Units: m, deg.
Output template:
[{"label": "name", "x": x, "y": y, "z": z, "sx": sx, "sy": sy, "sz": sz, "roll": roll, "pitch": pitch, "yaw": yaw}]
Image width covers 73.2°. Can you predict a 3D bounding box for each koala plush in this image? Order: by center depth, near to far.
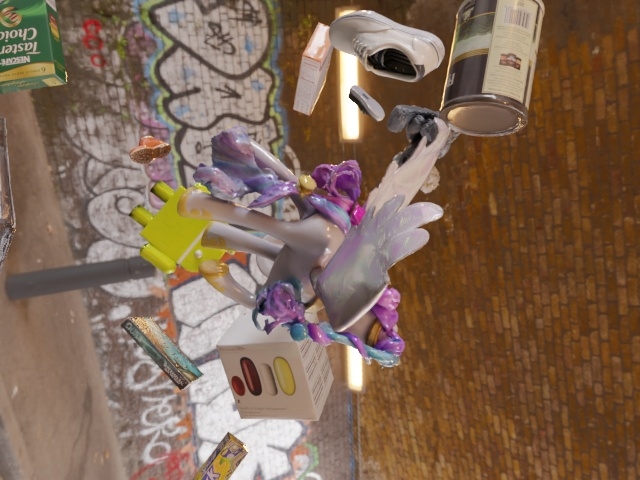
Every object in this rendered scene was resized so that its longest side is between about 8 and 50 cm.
[{"label": "koala plush", "x": 0.299, "y": -0.264, "z": 1.271, "sx": 0.196, "sy": 0.203, "sz": 0.221, "roll": 33, "pitch": -58, "yaw": 29}]

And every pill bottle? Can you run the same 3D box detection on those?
[{"label": "pill bottle", "x": -0.055, "y": 0.039, "z": 0.842, "sx": 0.169, "sy": 0.094, "sz": 0.094, "roll": 39, "pitch": 37, "yaw": -75}]

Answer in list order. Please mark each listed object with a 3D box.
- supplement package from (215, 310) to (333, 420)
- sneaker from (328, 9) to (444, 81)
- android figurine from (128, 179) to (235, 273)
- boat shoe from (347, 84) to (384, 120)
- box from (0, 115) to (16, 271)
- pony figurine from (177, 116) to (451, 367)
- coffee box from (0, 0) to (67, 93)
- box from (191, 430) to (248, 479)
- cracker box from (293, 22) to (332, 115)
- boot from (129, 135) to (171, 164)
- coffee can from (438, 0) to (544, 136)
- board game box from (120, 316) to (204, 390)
[{"label": "supplement package", "x": -0.097, "y": 0.279, "z": 0.983, "sx": 0.149, "sy": 0.194, "sz": 0.203, "roll": -54, "pitch": 134, "yaw": -64}, {"label": "sneaker", "x": 0.107, "y": -0.378, "z": 0.838, "sx": 0.258, "sy": 0.091, "sz": 0.094, "roll": 27, "pitch": -31, "yaw": 31}, {"label": "android figurine", "x": -0.354, "y": -0.027, "z": 1.143, "sx": 0.273, "sy": 0.248, "sz": 0.056, "roll": 41, "pitch": -11, "yaw": -13}, {"label": "boat shoe", "x": 0.129, "y": -0.383, "z": 1.223, "sx": 0.142, "sy": 0.049, "sz": 0.040, "roll": 54, "pitch": -38, "yaw": 20}, {"label": "box", "x": -0.608, "y": -0.114, "z": 0.570, "sx": 0.395, "sy": 0.318, "sz": 0.097, "roll": 47, "pitch": -67, "yaw": 40}, {"label": "pony figurine", "x": 0.000, "y": 0.000, "z": 0.572, "sx": 0.303, "sy": 0.363, "sz": 0.351, "roll": -53, "pitch": 169, "yaw": -49}, {"label": "coffee box", "x": -0.485, "y": -0.338, "z": 0.697, "sx": 0.040, "sy": 0.113, "sz": 0.184, "roll": 125, "pitch": -44, "yaw": -84}, {"label": "box", "x": -0.245, "y": 0.539, "z": 1.000, "sx": 0.059, "sy": 0.169, "sz": 0.054, "roll": 41, "pitch": -14, "yaw": -10}, {"label": "cracker box", "x": -0.021, "y": -0.535, "z": 1.362, "sx": 0.232, "sy": 0.067, "sz": 0.156, "roll": 115, "pitch": -4, "yaw": -63}, {"label": "boot", "x": -0.574, "y": -0.298, "z": 1.405, "sx": 0.084, "sy": 0.158, "sz": 0.059, "roll": 34, "pitch": -59, "yaw": 9}, {"label": "coffee can", "x": 0.411, "y": -0.418, "z": 1.040, "sx": 0.201, "sy": 0.201, "sz": 0.276, "roll": 173, "pitch": -71, "yaw": -72}, {"label": "board game box", "x": -0.335, "y": 0.238, "z": 0.927, "sx": 0.186, "sy": 0.026, "sz": 0.126, "roll": 44, "pitch": -8, "yaw": 5}]
